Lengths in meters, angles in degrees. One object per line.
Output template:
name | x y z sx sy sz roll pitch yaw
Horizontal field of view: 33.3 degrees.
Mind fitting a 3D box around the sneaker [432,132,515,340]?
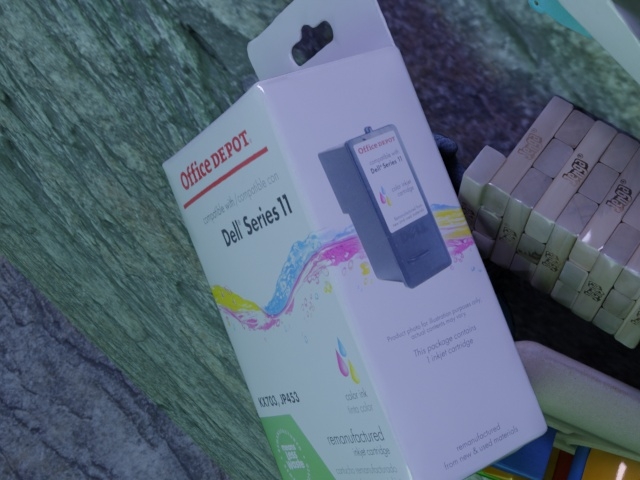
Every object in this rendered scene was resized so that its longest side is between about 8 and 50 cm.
sneaker | 0.106 0.015 0.875 0.125 0.104 0.262 7 140 49

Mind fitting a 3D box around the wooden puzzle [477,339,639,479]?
wooden puzzle | 0.171 0.177 0.952 0.322 0.080 0.348 26 162 -24

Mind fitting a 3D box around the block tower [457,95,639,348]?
block tower | 0.252 0.032 0.696 0.335 0.097 0.091 32 155 16

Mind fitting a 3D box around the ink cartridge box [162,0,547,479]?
ink cartridge box | 0.000 0.000 0.767 0.207 0.119 0.353 -26 85 61

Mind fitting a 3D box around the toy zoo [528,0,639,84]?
toy zoo | 0.197 -0.159 0.515 0.192 0.030 0.293 48 156 -16
